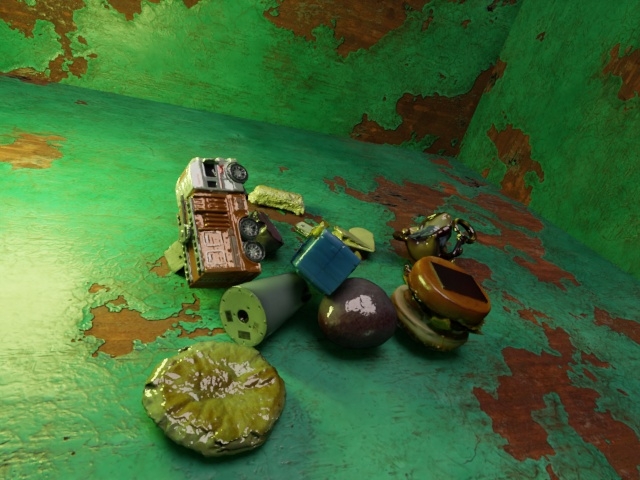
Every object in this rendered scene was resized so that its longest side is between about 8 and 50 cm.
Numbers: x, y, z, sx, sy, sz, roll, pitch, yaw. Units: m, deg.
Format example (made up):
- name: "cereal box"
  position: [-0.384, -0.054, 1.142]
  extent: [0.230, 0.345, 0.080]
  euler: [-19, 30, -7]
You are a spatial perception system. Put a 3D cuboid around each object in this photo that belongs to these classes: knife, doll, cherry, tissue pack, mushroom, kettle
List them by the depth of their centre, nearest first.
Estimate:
- name: "kettle"
  position: [-0.163, 0.173, 1.148]
  extent: [0.210, 0.160, 0.243]
  euler: [-1, 10, 30]
- name: "cherry"
  position: [0.106, 0.207, 1.159]
  extent: [0.265, 0.184, 0.213]
  euler: [-1, 31, -41]
- name: "tissue pack"
  position: [-0.388, 0.025, 1.284]
  extent: [0.170, 0.103, 0.091]
  euler: [-27, 86, -56]
- name: "mushroom"
  position: [-0.207, -0.019, 1.459]
  extent: [0.141, 0.117, 0.188]
  euler: [33, 9, -29]
- name: "knife"
  position: [0.002, -0.001, 1.633]
  extent: [0.265, 0.041, 0.073]
  euler: [33, 33, 27]
- name: "doll"
  position: [0.485, -0.009, 1.741]
  extent: [0.317, 0.209, 0.339]
  euler: [28, 27, 13]

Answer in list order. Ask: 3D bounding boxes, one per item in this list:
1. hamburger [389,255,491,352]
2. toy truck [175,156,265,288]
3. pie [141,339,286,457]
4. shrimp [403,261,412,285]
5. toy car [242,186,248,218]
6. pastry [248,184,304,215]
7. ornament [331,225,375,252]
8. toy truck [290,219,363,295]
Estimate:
- name: "hamburger"
  position: [0.361, 0.201, 1.263]
  extent: [0.290, 0.225, 0.291]
  euler: [21, 26, -10]
- name: "toy truck"
  position: [-0.312, -0.055, 1.200]
  extent: [0.206, 0.173, 0.388]
  euler: [1, 65, -40]
- name: "pie"
  position: [-0.213, 0.328, 0.881]
  extent: [0.306, 0.071, 0.306]
  euler: [14, 31, -9]
- name: "shrimp"
  position: [0.390, 0.159, 1.562]
  extent: [0.147, 0.035, 0.195]
  euler: [9, 36, -10]
- name: "toy car"
  position: [-0.350, -0.090, 1.487]
  extent: [0.193, 0.118, 0.301]
  euler: [-27, 34, 5]
- name: "pastry"
  position: [-0.195, -0.185, 1.817]
  extent: [0.258, 0.089, 0.121]
  euler: [15, 15, -11]
- name: "ornament"
  position: [0.155, 0.001, 1.656]
  extent: [0.201, 0.059, 0.180]
  euler: [2, 29, -48]
- name: "toy truck"
  position: [0.003, 0.052, 1.240]
  extent: [0.161, 0.162, 0.385]
  euler: [43, -4, -5]
